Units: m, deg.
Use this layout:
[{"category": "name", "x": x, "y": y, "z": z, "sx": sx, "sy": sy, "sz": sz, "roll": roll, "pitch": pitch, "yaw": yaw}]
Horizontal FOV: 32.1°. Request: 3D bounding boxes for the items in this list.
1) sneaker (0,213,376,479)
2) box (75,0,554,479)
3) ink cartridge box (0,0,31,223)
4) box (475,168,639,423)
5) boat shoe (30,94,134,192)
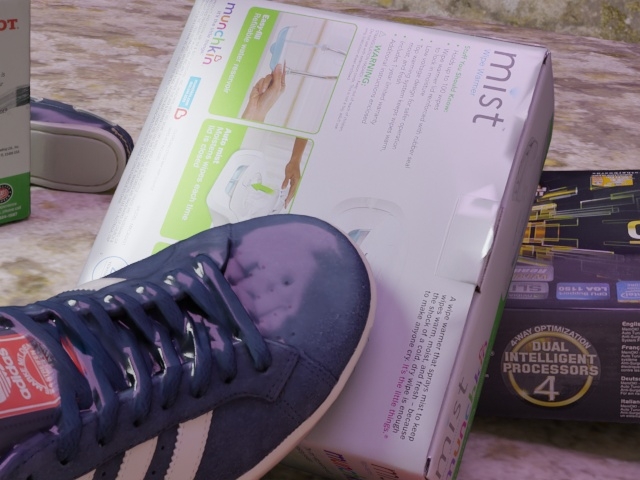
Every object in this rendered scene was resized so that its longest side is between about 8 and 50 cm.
[{"category": "sneaker", "x": -0.116, "y": 0.070, "z": 0.489, "sx": 0.350, "sy": 0.148, "sz": 0.131, "roll": -30, "pitch": 68, "yaw": -22}, {"category": "box", "x": 0.000, "y": 0.000, "z": 0.677, "sx": 0.231, "sy": 0.262, "sz": 0.127, "roll": 13, "pitch": -20, "yaw": 16}, {"category": "ink cartridge box", "x": -0.335, "y": -0.114, "z": 0.959, "sx": 0.086, "sy": 0.209, "sz": 0.153, "roll": 22, "pitch": 26, "yaw": 36}, {"category": "box", "x": 0.247, "y": 0.030, "z": 0.846, "sx": 0.394, "sy": 0.097, "sz": 0.318, "roll": 1, "pitch": 22, "yaw": 14}, {"category": "boat shoe", "x": -0.315, "y": -0.112, "z": 1.121, "sx": 0.254, "sy": 0.095, "sz": 0.079, "roll": 7, "pitch": 23, "yaw": -2}]
